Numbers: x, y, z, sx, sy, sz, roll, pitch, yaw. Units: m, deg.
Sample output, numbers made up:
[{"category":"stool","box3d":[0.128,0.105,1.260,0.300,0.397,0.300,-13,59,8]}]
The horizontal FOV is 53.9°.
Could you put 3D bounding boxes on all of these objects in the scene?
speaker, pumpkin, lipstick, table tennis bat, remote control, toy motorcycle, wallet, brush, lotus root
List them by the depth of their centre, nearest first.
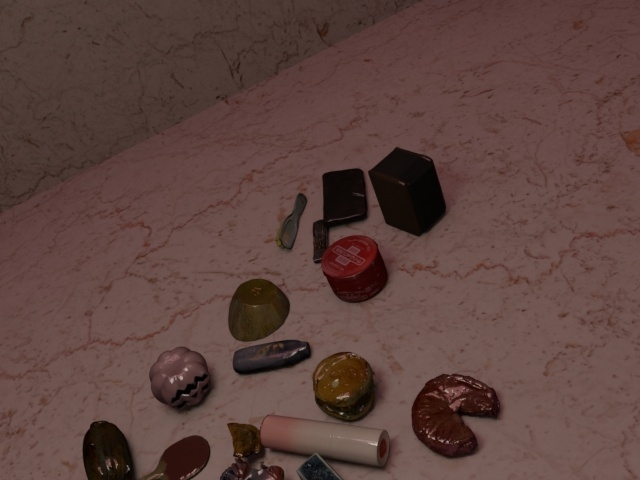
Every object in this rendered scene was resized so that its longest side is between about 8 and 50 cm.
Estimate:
[{"category":"lipstick","box3d":[0.060,0.609,1.435,0.077,0.076,0.289,-37,43,-19]},{"category":"toy motorcycle","box3d":[-0.164,0.597,1.566,0.212,0.084,0.118,7,48,50]},{"category":"lipstick","box3d":[0.007,0.498,1.580,0.326,0.087,0.087,0,44,27]},{"category":"table tennis bat","box3d":[-0.409,0.618,1.716,0.234,0.022,0.131,-29,39,-7]},{"category":"lotus root","box3d":[-0.591,0.604,1.745,0.123,0.123,0.241,-8,29,-23]},{"category":"pumpkin","box3d":[-0.213,0.205,2.023,0.217,0.110,0.217,-13,34,9]},{"category":"speaker","box3d":[0.287,-0.162,2.075,0.153,0.231,0.192,-41,42,-20]},{"category":"remote control","box3d":[0.000,0.000,2.203,0.059,0.028,0.212,-17,38,14]},{"category":"wallet","box3d":[0.086,-0.168,2.322,0.165,0.042,0.310,-11,39,10]},{"category":"brush","box3d":[-0.114,-0.068,2.323,0.060,0.068,0.297,-26,29,34]}]

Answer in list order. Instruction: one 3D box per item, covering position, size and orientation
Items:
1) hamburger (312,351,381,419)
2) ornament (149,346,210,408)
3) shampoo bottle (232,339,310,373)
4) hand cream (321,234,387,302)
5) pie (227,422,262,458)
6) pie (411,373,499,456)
[{"category":"hamburger","box3d":[0.070,0.389,1.665,0.185,0.114,0.177,-7,35,8]},{"category":"ornament","box3d":[-0.411,0.409,1.858,0.177,0.178,0.178,-14,40,12]},{"category":"shampoo bottle","box3d":[-0.145,0.341,1.868,0.233,0.049,0.087,-12,42,14]},{"category":"hand cream","box3d":[0.107,0.088,1.968,0.193,0.125,0.193,-14,40,12]},{"category":"pie","box3d":[-0.199,0.527,1.672,0.091,0.034,0.170,-3,16,-10]},{"category":"pie","box3d":[0.323,0.418,1.535,0.204,0.054,0.219,7,48,33]}]
